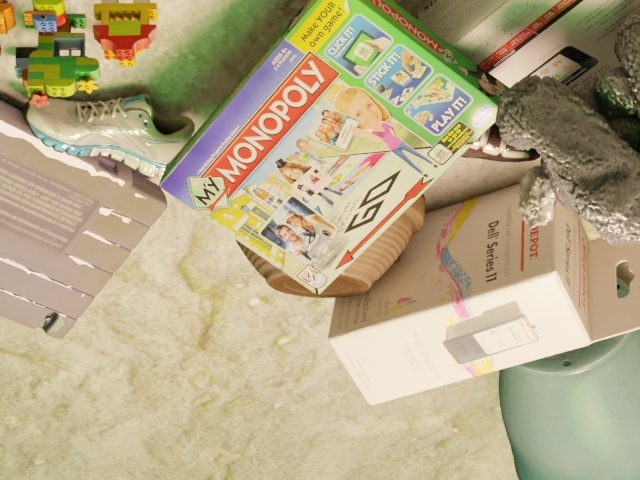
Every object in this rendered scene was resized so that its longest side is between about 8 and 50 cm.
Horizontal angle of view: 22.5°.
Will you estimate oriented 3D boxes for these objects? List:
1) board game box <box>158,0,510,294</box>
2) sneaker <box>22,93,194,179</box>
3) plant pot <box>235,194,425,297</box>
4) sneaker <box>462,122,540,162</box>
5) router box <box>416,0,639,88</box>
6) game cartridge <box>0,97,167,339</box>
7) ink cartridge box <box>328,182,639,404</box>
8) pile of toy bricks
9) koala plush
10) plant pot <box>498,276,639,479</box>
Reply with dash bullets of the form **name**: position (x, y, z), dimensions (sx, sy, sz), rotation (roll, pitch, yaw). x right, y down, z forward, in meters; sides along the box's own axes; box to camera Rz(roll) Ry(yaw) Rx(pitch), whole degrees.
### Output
- **board game box**: position (0.008, -0.103, 1.633), dimensions (0.213, 0.046, 0.317), rotation (34, 126, -14)
- **sneaker**: position (-0.223, -0.131, 1.730), dimensions (0.191, 0.071, 0.083), rotation (12, 130, -27)
- **plant pot**: position (0.000, 0.000, 1.836), dimensions (0.237, 0.110, 0.237), rotation (2, 165, 1)
- **sneaker**: position (0.096, -0.127, 1.734), dimensions (0.281, 0.106, 0.162), rotation (18, 147, -12)
- **router box**: position (0.316, -0.232, 1.594), dimensions (0.301, 0.082, 0.335), rotation (22, 139, -33)
- **game cartridge**: position (-0.368, -0.042, 1.771), dimensions (0.355, 0.068, 0.230), rotation (28, 107, -36)
- **ink cartridge box**: position (0.199, 0.045, 1.874), dimensions (0.353, 0.207, 0.119), rotation (-18, 122, 20)
- **pile of toy bricks**: position (-0.267, -0.180, 1.603), dimensions (0.212, 0.105, 0.118), rotation (-1, 146, -3)
- **koala plush**: position (0.278, -0.081, 1.586), dimensions (0.196, 0.203, 0.221), rotation (-30, 177, -9)
- **plant pot**: position (0.346, 0.184, 2.084), dimensions (0.272, 0.271, 0.255), rotation (-14, 130, 16)
